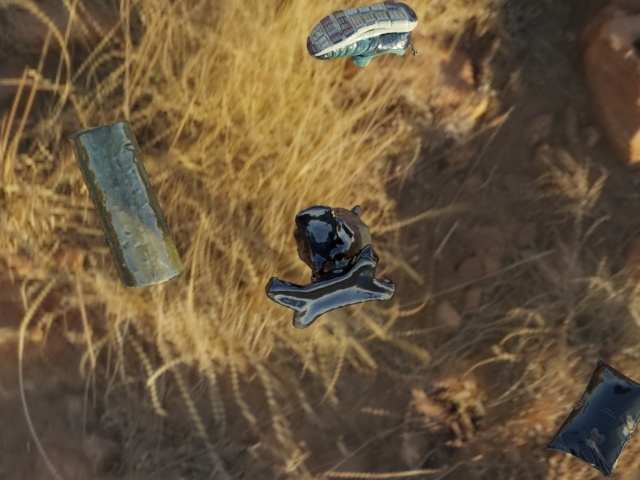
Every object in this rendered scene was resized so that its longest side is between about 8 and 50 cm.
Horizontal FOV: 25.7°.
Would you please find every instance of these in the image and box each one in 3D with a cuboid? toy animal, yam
[{"bbox_3d":[-0.001,-0.004,1.502,0.121,0.210,0.117,-24,114,8],"label":"toy animal"},{"bbox_3d":[-0.197,-0.037,1.417,0.068,0.068,0.169,-22,101,-17],"label":"yam"}]

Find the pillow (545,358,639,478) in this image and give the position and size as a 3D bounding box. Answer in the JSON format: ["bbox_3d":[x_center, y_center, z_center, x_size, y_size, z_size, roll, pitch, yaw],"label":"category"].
[{"bbox_3d":[0.359,0.225,1.768,0.090,0.048,0.150,33,64,9],"label":"pillow"}]

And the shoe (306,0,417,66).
[{"bbox_3d":[0.052,-0.249,1.747,0.143,0.071,0.064,-15,40,-10],"label":"shoe"}]
